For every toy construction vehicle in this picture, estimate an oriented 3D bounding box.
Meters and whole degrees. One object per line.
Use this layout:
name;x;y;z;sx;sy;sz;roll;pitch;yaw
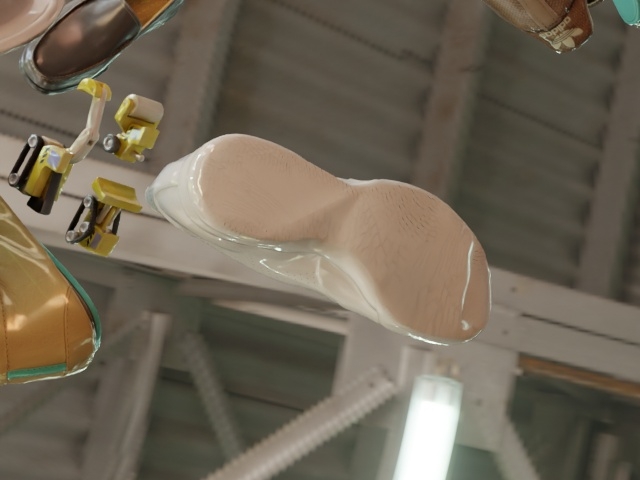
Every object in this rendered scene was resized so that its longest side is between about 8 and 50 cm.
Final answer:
toy construction vehicle;-0.127;-0.039;1.058;0.086;0.035;0.098;21;-78;-50

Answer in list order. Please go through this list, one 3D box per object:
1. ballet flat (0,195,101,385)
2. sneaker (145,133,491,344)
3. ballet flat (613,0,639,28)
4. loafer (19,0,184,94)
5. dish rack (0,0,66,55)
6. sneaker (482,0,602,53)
ballet flat;-0.204;-0.004;1.027;0.073;0.232;0.080;-20;-46;-28
sneaker;0.000;0.000;1.051;0.212;0.094;0.080;27;-111;-27
ballet flat;0.216;-0.259;1.379;0.068;0.072;0.213;-27;-91;-11
loafer;-0.165;-0.173;1.439;0.062;0.061;0.170;49;-125;-6
dish rack;-0.321;-0.138;0.876;0.333;0.285;0.072;-30;-39;-30
sneaker;0.099;-0.135;0.822;0.071;0.066;0.188;54;-151;-12
